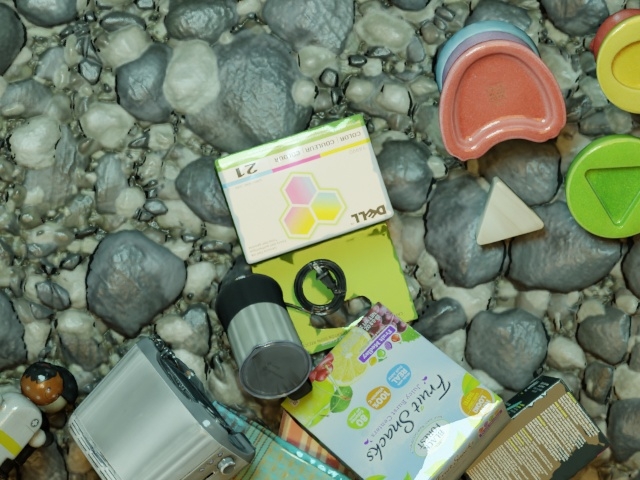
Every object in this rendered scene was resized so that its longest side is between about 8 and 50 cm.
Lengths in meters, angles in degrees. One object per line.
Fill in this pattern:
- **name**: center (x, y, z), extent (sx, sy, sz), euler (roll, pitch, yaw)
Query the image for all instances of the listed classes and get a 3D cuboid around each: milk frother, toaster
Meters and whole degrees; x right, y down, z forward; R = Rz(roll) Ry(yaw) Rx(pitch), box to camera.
- **milk frother**: center (-0.032, 0.096, 1.660), extent (0.129, 0.135, 0.143), euler (31, 110, -33)
- **toaster**: center (-0.194, 0.221, 1.687), extent (0.146, 0.129, 0.227), euler (-44, 54, -1)

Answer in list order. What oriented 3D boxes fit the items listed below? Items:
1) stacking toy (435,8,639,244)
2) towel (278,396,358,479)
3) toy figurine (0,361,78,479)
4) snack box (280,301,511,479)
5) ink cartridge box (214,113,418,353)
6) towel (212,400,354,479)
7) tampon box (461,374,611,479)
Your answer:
- **stacking toy**: center (0.295, -0.149, 1.780), extent (0.308, 0.130, 0.280), euler (-6, 114, 0)
- **towel**: center (0.043, 0.259, 1.767), extent (0.197, 0.029, 0.144), euler (14, 87, 1)
- **toy figurine**: center (-0.390, 0.160, 1.661), extent (0.213, 0.209, 0.148), euler (38, 76, 2)
- **snack box**: center (0.087, 0.199, 1.680), extent (0.207, 0.070, 0.174), euler (38, 79, 30)
- **ink cartridge box**: center (0.000, 0.000, 1.739), extent (0.188, 0.097, 0.255), euler (-18, 88, -3)
- **towel**: center (-0.046, 0.383, 1.671), extent (0.370, 0.040, 0.271), euler (29, 76, 19)
- **tampon box**: center (0.244, 0.249, 1.727), extent (0.161, 0.120, 0.101), euler (-37, 89, -3)
